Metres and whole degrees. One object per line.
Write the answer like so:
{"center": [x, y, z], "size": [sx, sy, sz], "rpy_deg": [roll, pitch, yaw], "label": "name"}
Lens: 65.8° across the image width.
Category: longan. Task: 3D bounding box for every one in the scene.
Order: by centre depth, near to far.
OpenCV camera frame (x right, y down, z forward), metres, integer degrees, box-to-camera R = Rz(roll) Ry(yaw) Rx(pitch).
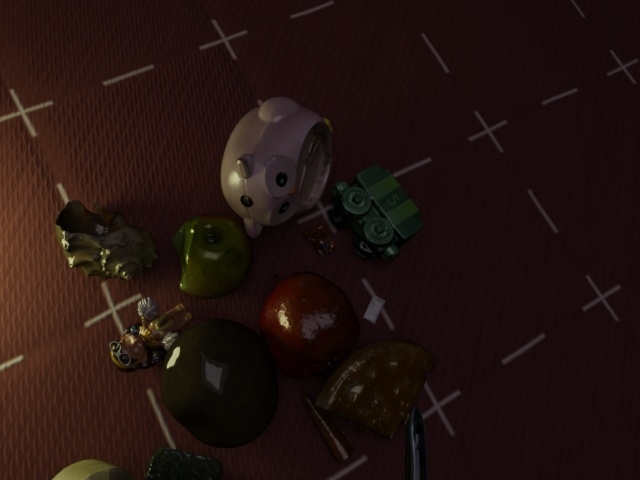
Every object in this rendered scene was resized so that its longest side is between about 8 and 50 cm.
{"center": [-0.257, 0.371, 1.284], "size": [0.288, 0.288, 0.350], "rpy_deg": [-32, 110, -17], "label": "longan"}

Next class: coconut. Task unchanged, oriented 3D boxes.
{"center": [-0.562, 0.638, 1.191], "size": [0.202, 0.221, 0.202], "rpy_deg": [17, 68, -50], "label": "coconut"}

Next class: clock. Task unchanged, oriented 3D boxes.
{"center": [-0.144, -0.215, 1.436], "size": [0.250, 0.369, 0.377], "rpy_deg": [14, 41, 19], "label": "clock"}

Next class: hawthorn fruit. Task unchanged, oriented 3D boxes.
{"center": [-0.049, 0.213, 1.381], "size": [0.287, 0.287, 0.330], "rpy_deg": [-29, 58, -16], "label": "hawthorn fruit"}

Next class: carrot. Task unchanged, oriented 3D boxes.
{"center": [0.011, 0.521, 1.397], "size": [0.061, 0.061, 0.210], "rpy_deg": [-32, 77, -17], "label": "carrot"}

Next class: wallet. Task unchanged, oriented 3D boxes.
{"center": [0.168, 0.214, 1.540], "size": [0.044, 0.011, 0.083], "rpy_deg": [29, 71, 1], "label": "wallet"}

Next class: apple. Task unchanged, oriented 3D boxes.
{"center": [-0.315, 0.039, 1.404], "size": [0.246, 0.226, 0.246], "rpy_deg": [3, 70, -9], "label": "apple"}

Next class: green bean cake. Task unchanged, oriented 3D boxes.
{"center": [-0.357, 0.631, 1.241], "size": [0.184, 0.094, 0.184], "rpy_deg": [24, 47, -19], "label": "green bean cake"}

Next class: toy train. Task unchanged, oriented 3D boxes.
{"center": [0.276, 0.604, 1.417], "size": [0.055, 0.048, 0.252], "rpy_deg": [6, 72, -10], "label": "toy train"}
{"center": [0.174, -0.085, 1.558], "size": [0.238, 0.167, 0.299], "rpy_deg": [-33, 82, -23], "label": "toy train"}

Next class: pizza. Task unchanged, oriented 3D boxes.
{"center": [0.168, 0.415, 1.395], "size": [0.408, 0.114, 0.278], "rpy_deg": [-19, 103, -27], "label": "pizza"}

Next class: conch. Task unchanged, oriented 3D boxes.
{"center": [-0.615, 0.009, 1.375], "size": [0.324, 0.263, 0.186], "rpy_deg": [28, 92, 37], "label": "conch"}

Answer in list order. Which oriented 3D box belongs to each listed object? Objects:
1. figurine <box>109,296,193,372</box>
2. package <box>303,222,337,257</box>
{"center": [-0.466, 0.263, 1.367], "size": [0.240, 0.116, 0.175], "rpy_deg": [-39, 81, -25], "label": "figurine"}
{"center": [0.001, -0.001, 1.568], "size": [0.077, 0.033, 0.111], "rpy_deg": [-30, 75, -7], "label": "package"}
